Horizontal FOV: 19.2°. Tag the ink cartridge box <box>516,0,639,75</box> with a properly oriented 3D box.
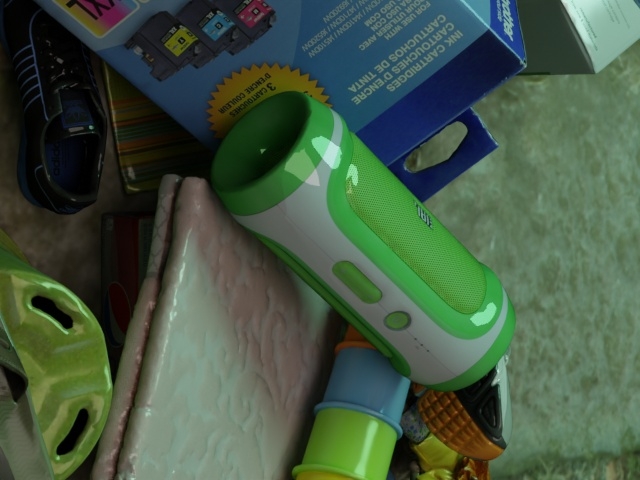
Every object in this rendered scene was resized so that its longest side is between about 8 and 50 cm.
[{"bbox_3d":[0.282,-0.258,1.898,0.212,0.154,0.093,-37,110,-22],"label":"ink cartridge box"}]

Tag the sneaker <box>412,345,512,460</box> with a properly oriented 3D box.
[{"bbox_3d":[0.148,0.113,1.812,0.099,0.262,0.121,-39,130,21],"label":"sneaker"}]

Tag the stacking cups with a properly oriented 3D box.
[{"bbox_3d":[0.047,0.139,1.732,0.096,0.096,0.316,31,66,-29],"label":"stacking cups"}]

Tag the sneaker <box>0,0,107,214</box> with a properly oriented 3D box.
[{"bbox_3d":[-0.224,-0.138,1.641,0.081,0.090,0.232,-10,99,-30],"label":"sneaker"}]

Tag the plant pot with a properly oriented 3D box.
[{"bbox_3d":[-0.298,0.103,1.523,0.276,0.254,0.276,-3,96,-31],"label":"plant pot"}]

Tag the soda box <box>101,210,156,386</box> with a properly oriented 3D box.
[{"bbox_3d":[-0.144,0.106,1.715,0.092,0.083,0.263,-2,95,-31],"label":"soda box"}]

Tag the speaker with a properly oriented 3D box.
[{"bbox_3d":[0.041,0.005,1.616,0.296,0.131,0.131,44,72,-32],"label":"speaker"}]

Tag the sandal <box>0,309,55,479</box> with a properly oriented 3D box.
[{"bbox_3d":[-0.257,0.096,1.347,0.120,0.086,0.302,-33,109,-25],"label":"sandal"}]

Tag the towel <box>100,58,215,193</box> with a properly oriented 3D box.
[{"bbox_3d":[-0.152,-0.165,1.723,0.102,0.021,0.237,-16,102,-30],"label":"towel"}]

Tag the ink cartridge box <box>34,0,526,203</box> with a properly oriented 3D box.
[{"bbox_3d":[-0.011,-0.195,1.629,0.270,0.151,0.395,-36,122,25],"label":"ink cartridge box"}]

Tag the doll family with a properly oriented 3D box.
[{"bbox_3d":[0.078,0.235,1.837,0.263,0.118,0.163,-43,114,-21],"label":"doll family"}]

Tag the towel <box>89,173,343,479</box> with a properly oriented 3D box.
[{"bbox_3d":[-0.085,0.142,1.651,0.332,0.053,0.317,43,55,-58],"label":"towel"}]
